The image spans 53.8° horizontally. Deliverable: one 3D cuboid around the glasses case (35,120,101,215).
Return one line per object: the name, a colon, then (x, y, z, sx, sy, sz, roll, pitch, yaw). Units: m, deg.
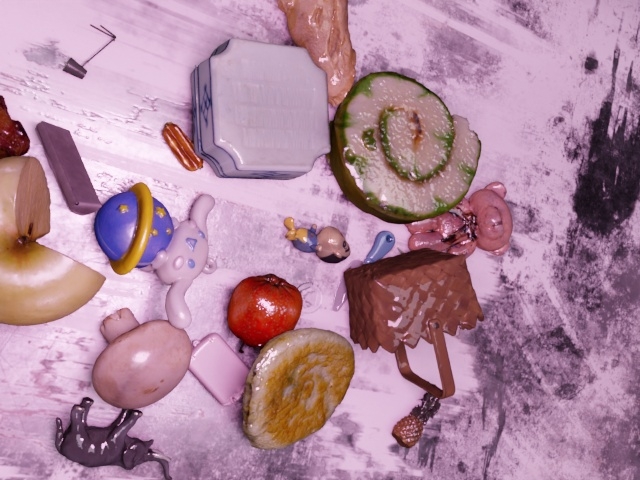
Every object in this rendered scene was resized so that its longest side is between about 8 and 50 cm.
glasses case: (-0.484, -0.137, 1.206, 0.042, 0.072, 0.191, -31, 74, 10)

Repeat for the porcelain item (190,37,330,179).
porcelain item: (-0.131, -0.274, 1.362, 0.286, 0.157, 0.281, -3, 89, -31)

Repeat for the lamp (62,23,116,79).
lamp: (-0.466, -0.378, 1.277, 0.054, 0.041, 0.121, 33, 78, -30)

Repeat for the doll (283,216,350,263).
doll: (0.000, 0.000, 1.476, 0.179, 0.102, 0.089, 26, 121, -27)

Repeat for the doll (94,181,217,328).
doll: (-0.335, 0.032, 1.263, 0.242, 0.159, 0.311, 26, 47, -49)

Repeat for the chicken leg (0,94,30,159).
chicken leg: (-0.690, -0.246, 1.147, 0.322, 0.083, 0.177, 19, 73, -26)

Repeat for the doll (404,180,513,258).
doll: (0.371, -0.037, 1.619, 0.303, 0.156, 0.201, -12, 96, -21)

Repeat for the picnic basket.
picnic basket: (0.222, 0.191, 1.482, 0.291, 0.254, 0.321, -14, 96, -18)

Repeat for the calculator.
calculator: (-0.222, 0.283, 1.388, 0.100, 0.032, 0.175, -44, 107, -20)

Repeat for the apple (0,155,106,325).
apple: (-0.545, 0.017, 1.110, 0.233, 0.258, 0.295, -30, 99, -22)

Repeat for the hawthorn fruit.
hawthorn fruit: (-0.131, 0.169, 1.380, 0.157, 0.157, 0.194, 24, 102, -24)

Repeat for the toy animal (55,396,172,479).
toy animal: (-0.403, 0.398, 1.276, 0.269, 0.082, 0.137, 23, 82, -28)

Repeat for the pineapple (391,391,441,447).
pineapple: (0.248, 0.448, 1.599, 0.159, 0.074, 0.074, -45, 108, -23)

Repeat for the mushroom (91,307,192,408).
mushroom: (-0.365, 0.223, 1.251, 0.204, 0.204, 0.204, 0, 89, -26)

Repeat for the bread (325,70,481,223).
bread: (0.207, -0.226, 1.522, 0.382, 0.129, 0.366, -15, 89, -19)

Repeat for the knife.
knife: (0.098, 0.069, 1.555, 0.244, 0.032, 0.058, -48, 113, -14)

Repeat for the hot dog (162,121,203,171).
hot dog: (-0.296, -0.201, 1.357, 0.049, 0.037, 0.122, -34, 106, -8)

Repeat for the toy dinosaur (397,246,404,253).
toy dinosaur: (0.230, 0.069, 1.618, 0.060, 0.029, 0.120, -42, 105, -3)

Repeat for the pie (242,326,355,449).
pie: (-0.049, 0.323, 1.392, 0.323, 0.070, 0.323, -21, 127, -31)

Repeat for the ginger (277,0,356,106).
ginger: (0.006, -0.486, 1.456, 0.190, 0.126, 0.354, -17, 95, -30)
